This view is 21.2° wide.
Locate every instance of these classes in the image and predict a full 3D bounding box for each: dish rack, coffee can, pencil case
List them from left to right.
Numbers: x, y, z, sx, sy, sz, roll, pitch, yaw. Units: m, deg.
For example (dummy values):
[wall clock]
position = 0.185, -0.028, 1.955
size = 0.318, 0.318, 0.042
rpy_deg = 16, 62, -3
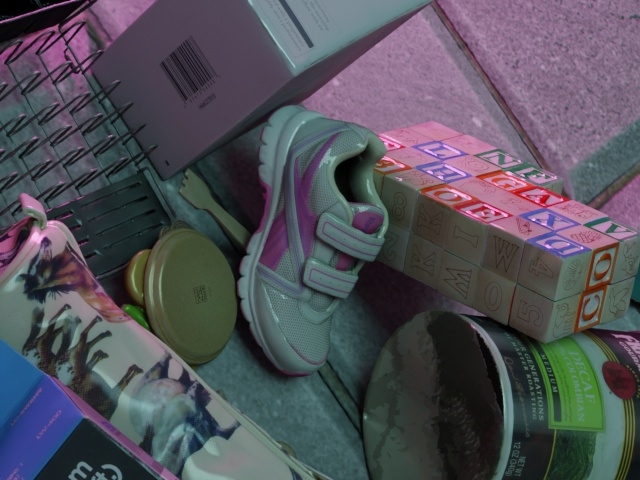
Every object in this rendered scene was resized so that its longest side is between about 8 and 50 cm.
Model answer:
[dish rack]
position = -0.239, -0.094, 1.490
size = 0.208, 0.074, 0.271
rpy_deg = -27, 86, -42
[pencil case]
position = -0.140, 0.158, 1.367
size = 0.410, 0.160, 0.183
rpy_deg = 45, 79, -10
[coffee can]
position = 0.207, 0.176, 1.612
size = 0.275, 0.201, 0.201
rpy_deg = 7, 63, -35

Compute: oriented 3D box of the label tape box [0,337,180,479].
[label tape box]
position = -0.194, 0.248, 1.196
size = 0.334, 0.106, 0.240
rpy_deg = 39, 85, 0

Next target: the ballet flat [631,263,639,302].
[ballet flat]
position = 0.321, 0.011, 1.879
size = 0.241, 0.091, 0.077
rpy_deg = 17, 33, -36

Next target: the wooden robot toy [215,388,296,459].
[wooden robot toy]
position = -0.053, 0.201, 1.503
size = 0.173, 0.076, 0.079
rpy_deg = 46, 12, -9

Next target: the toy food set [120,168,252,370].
[toy food set]
position = -0.124, 0.048, 1.524
size = 0.132, 0.038, 0.192
rpy_deg = 47, 47, -38

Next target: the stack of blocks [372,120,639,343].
[stack of blocks]
position = 0.156, -0.015, 1.623
size = 0.297, 0.087, 0.171
rpy_deg = 27, 29, 38

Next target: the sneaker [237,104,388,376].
[sneaker]
position = 0.000, 0.000, 1.564
size = 0.103, 0.111, 0.252
rpy_deg = 7, 87, -53

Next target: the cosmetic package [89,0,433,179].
[cosmetic package]
position = -0.053, -0.196, 1.588
size = 0.225, 0.224, 0.138
rpy_deg = -32, 89, -44
